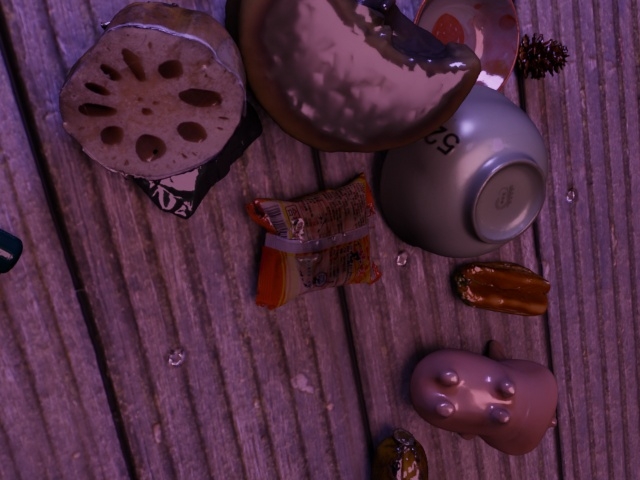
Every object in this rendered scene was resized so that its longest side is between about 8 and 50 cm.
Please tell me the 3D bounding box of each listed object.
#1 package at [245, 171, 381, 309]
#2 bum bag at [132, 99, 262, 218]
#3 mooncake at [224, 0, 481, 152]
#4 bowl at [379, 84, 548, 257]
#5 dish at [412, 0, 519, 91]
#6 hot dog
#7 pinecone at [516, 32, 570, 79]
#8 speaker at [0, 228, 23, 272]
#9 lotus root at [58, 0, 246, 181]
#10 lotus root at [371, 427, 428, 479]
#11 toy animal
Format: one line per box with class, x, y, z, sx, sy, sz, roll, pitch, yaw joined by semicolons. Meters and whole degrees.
package;0.001;0.007;1.420;0.288;0.108;0.223;-14;108;-30
bum bag;-0.200;-0.152;1.297;0.248;0.060;0.123;-48;120;-16
mooncake;0.045;-0.353;1.272;0.393;0.246;0.394;-12;110;-9
bowl;0.308;-0.107;1.481;0.354;0.185;0.354;-13;121;-23
dish;0.262;-0.388;1.502;0.260;0.085;0.260;-9;110;-26
hot dog;0.403;0.102;1.691;0.269;0.072;0.115;14;93;-30
pinecone;0.465;-0.387;1.617;0.109;0.102;0.102;8;97;-1
speaker;-0.502;0.026;1.155;0.075;0.060;0.094;33;83;-30
lotus root;-0.250;-0.246;1.164;0.272;0.192;0.272;-5;138;-4
lotus root;0.166;0.496;1.608;0.120;0.120;0.209;-1;98;-30
toy animal;0.345;0.335;1.628;0.326;0.269;0.237;18;90;0
